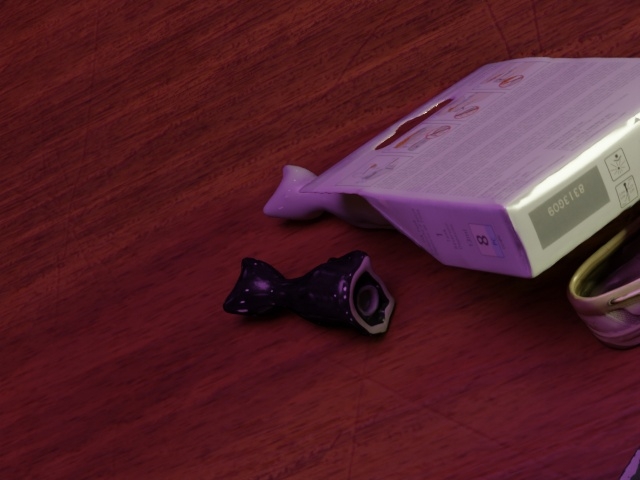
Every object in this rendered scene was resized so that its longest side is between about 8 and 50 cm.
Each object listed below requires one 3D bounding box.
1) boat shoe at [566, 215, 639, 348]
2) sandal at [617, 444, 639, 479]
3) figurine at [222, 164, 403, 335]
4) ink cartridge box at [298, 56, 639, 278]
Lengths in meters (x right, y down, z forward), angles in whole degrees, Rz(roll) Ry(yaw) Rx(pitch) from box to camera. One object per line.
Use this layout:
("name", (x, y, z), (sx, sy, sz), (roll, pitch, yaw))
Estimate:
("boat shoe", (0.380, -0.014, 1.766), (0.302, 0.098, 0.109), (-38, 47, 6))
("sandal", (0.392, 0.135, 1.625), (0.167, 0.107, 0.446), (20, 75, 20))
("figurine", (0.000, 0.000, 2.026), (0.209, 0.092, 0.215), (3, 61, 40))
("ink cartridge box", (0.199, -0.087, 1.878), (0.308, 0.091, 0.385), (-35, 21, -25))
